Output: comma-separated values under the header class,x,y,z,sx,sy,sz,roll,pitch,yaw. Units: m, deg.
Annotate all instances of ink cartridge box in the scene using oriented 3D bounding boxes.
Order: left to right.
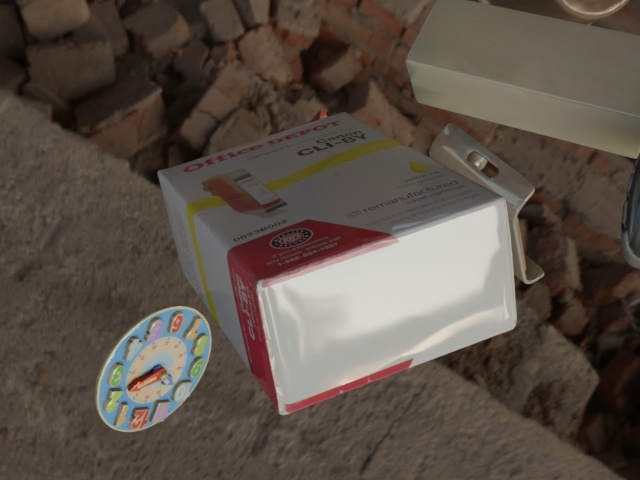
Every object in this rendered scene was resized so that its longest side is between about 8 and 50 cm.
class,x,y,z,sx,sy,sz,roll,pitch,yaw
ink cartridge box,0.000,0.000,1.093,0.279,0.385,0.160,-19,116,-17

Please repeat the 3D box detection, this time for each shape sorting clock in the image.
class,x,y,z,sx,sy,sz,roll,pitch,yaw
shape sorting clock,-0.236,0.187,1.368,0.206,0.206,0.040,-38,53,-26

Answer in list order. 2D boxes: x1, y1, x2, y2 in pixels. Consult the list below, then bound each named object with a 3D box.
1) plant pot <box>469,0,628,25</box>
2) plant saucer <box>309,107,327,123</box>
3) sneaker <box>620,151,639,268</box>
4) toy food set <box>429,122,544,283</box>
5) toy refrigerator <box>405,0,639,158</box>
class,x,y,z,sx,sy,sz,roll,pitch,yaw
plant pot,0.376,-0.429,1.469,0.263,0.229,0.263,-3,108,-9
plant saucer,0.010,-0.082,1.852,0.048,0.258,0.259,-10,40,17
sneaker,0.378,-0.090,0.935,0.106,0.101,0.267,22,83,24
toy food set,0.325,-0.065,1.769,0.092,0.306,0.220,-41,56,-9
toy refrigerator,0.244,-0.185,1.070,0.269,0.094,0.102,18,69,24
